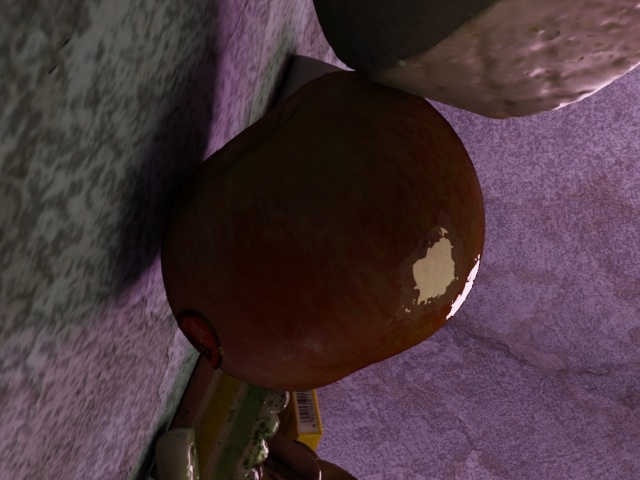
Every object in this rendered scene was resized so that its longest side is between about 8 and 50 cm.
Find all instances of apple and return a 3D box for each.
[{"bbox_3d":[0.000,0.000,0.466,0.209,0.164,0.209,-36,-163,13],"label":"apple"}]

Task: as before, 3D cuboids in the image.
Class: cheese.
[{"bbox_3d":[-0.140,0.288,0.747,0.065,0.043,0.193,144,-58,-84],"label":"cheese"}]

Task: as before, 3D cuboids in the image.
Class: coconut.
[{"bbox_3d":[0.084,-0.192,0.373,0.259,0.259,0.259,22,90,-86],"label":"coconut"}]

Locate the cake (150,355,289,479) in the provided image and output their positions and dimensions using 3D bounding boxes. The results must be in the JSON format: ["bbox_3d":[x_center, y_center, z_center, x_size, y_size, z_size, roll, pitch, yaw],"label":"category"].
[{"bbox_3d":[-0.091,0.178,0.823,0.090,0.109,0.225,71,41,-84],"label":"cake"}]

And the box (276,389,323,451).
[{"bbox_3d":[-0.049,0.198,1.093,0.152,0.044,0.269,110,-24,-47],"label":"box"}]

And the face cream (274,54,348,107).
[{"bbox_3d":[-0.033,-0.035,0.663,0.077,0.077,0.250,-31,143,-83],"label":"face cream"}]

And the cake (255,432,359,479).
[{"bbox_3d":[-0.074,0.391,0.931,0.332,0.333,0.321,106,-24,-57],"label":"cake"}]
